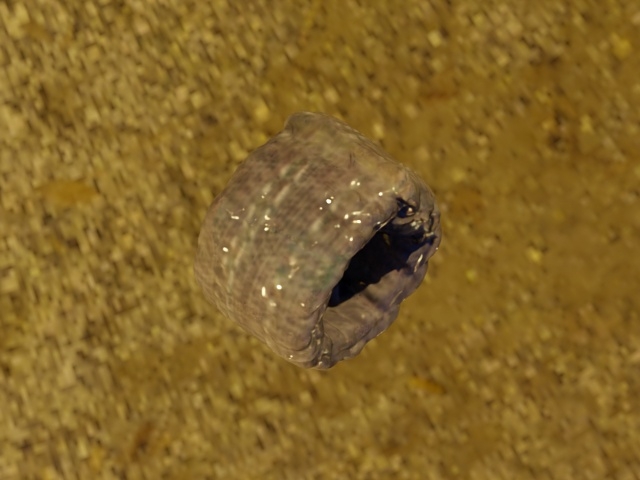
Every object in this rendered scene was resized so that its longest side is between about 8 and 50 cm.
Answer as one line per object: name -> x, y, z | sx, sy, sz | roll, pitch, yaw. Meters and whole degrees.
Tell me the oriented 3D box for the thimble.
thimble -> 0.000, 0.001, 1.197 | 0.150, 0.098, 0.150 | -43, 155, -26
